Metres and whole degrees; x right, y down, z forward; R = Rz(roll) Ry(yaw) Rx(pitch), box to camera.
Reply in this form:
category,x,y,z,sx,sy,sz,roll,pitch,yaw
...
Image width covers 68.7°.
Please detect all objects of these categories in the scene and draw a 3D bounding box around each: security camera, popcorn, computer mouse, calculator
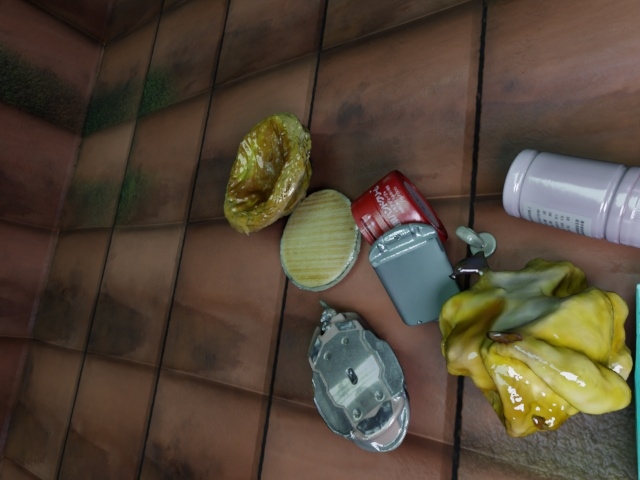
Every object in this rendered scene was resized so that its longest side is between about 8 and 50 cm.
category,x,y,z,sx,sy,sz,roll,pitch,yaw
security camera,0.308,-0.002,0.931,0.058,0.092,0.058,-14,66,35
popcorn,0.337,0.171,0.766,0.297,0.281,0.316,-15,28,40
computer mouse,0.075,0.282,1.020,0.199,0.115,0.389,-37,43,4
calculator,0.193,0.075,0.925,0.141,0.246,0.045,-25,28,13

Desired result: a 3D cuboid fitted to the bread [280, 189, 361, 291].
category,x,y,z,sx,sy,sz,roll,pitch,yaw
bread,0.000,0.000,1.208,0.266,0.040,0.267,-13,69,36

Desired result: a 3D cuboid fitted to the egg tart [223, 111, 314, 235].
category,x,y,z,sx,sy,sz,roll,pitch,yaw
egg tart,-0.131,-0.174,1.283,0.351,0.149,0.353,-24,55,40

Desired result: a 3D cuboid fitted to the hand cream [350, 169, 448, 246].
category,x,y,z,sx,sy,sz,roll,pitch,yaw
hand cream,0.167,-0.043,0.992,0.125,0.193,0.193,-40,55,19

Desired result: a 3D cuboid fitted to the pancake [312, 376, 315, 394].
category,x,y,z,sx,sy,sz,roll,pitch,yaw
pancake,0.024,0.336,1.104,0.114,0.011,0.115,-13,69,35

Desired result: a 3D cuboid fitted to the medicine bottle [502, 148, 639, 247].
category,x,y,z,sx,sy,sz,roll,pitch,yaw
medicine bottle,0.460,-0.075,0.808,0.249,0.133,0.134,21,90,41

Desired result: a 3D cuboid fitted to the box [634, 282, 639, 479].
category,x,y,z,sx,sy,sz,roll,pitch,yaw
box,0.558,0.218,0.649,0.205,0.118,0.312,-2,75,40
